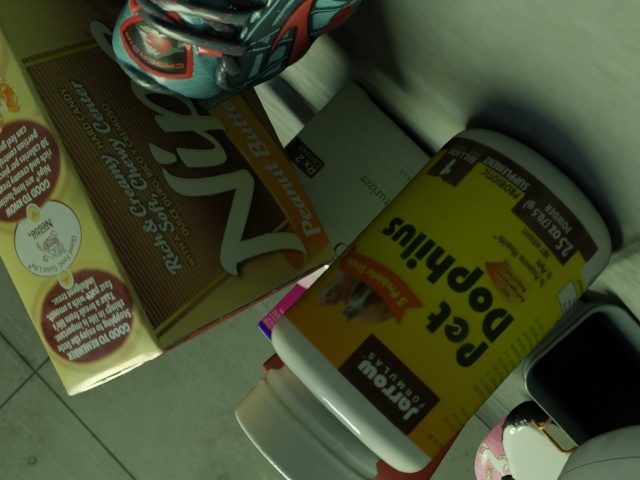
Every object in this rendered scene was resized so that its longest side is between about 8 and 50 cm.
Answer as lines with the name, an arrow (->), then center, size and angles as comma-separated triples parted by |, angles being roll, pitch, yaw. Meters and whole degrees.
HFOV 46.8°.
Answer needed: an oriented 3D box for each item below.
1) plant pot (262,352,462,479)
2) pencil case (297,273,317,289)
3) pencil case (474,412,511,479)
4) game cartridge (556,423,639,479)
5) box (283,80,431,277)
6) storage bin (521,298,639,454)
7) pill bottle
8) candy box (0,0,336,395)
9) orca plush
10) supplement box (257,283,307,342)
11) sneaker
plant pot -> 0.099, 0.173, 0.998 | 0.275, 0.243, 0.275 | 42, 175, 5
pencil case -> 0.000, 0.000, 0.783 | 0.284, 0.124, 0.124 | 31, 179, -16
pencil case -> 0.397, 0.406, 1.061 | 0.167, 0.160, 0.386 | 37, 180, -38
game cartridge -> 0.238, 0.174, 0.405 | 0.198, 0.062, 0.297 | 24, 159, 8
box -> 0.042, -0.011, 0.618 | 0.181, 0.119, 0.182 | 43, 176, 0
storage bin -> 0.193, 0.100, 0.544 | 0.135, 0.098, 0.091 | 45, -174, -16
pill bottle -> 0.054, 0.047, 0.425 | 0.117, 0.215, 0.117 | 43, 175, 4
candy box -> -0.129, -0.093, 0.443 | 0.183, 0.087, 0.317 | -26, -90, -57
orca plush -> 0.314, 0.273, 0.850 | 0.287, 0.102, 0.151 | 40, 133, -4
supplement box -> 0.029, 0.108, 1.160 | 0.114, 0.220, 0.111 | 42, 175, 45
sneaker -> -0.031, -0.110, 0.319 | 0.104, 0.125, 0.262 | 43, 176, -3
